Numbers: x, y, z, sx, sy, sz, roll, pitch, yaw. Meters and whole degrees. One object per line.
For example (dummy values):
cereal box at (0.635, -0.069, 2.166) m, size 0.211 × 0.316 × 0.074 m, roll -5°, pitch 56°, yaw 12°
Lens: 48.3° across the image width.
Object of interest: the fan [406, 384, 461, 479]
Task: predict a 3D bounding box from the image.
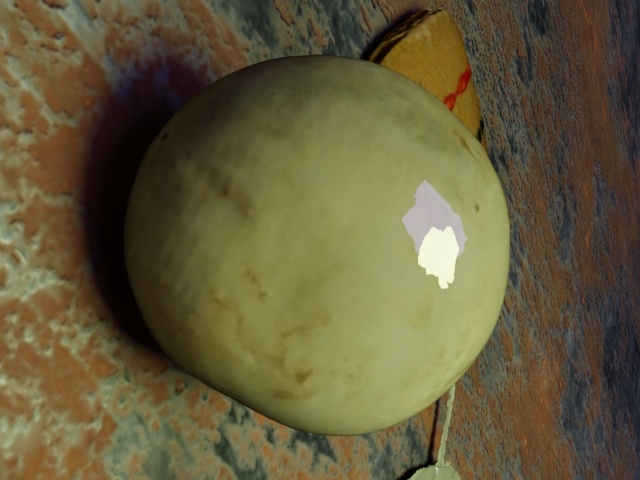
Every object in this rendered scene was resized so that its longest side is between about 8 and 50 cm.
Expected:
fan at (0.113, 0.252, 0.716) m, size 0.233 × 0.012 × 0.414 m, roll 31°, pitch 67°, yaw -53°

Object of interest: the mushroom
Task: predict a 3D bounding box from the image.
mushroom at (0.011, 0.002, 0.403) m, size 0.209 × 0.206 × 0.206 m, roll -17°, pitch 104°, yaw -55°

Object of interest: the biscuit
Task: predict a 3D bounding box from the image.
biscuit at (0.100, -0.059, 0.664) m, size 0.262 × 0.052 × 0.277 m, roll -43°, pitch 125°, yaw -48°
